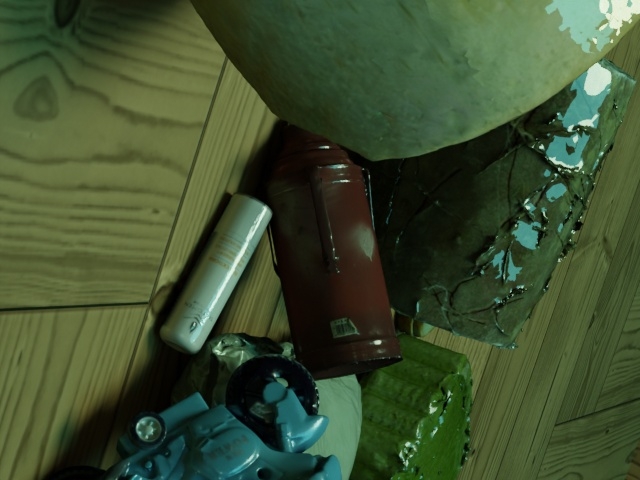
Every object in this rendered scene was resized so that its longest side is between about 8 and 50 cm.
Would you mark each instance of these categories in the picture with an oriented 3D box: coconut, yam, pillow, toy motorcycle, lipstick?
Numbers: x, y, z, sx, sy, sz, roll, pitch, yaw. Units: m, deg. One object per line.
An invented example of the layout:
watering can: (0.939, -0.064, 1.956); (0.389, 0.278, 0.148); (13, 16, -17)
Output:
coconut: (0.065, -0.248, 1.163); (0.415, 0.344, 0.415); (-17, 119, -34)
yam: (0.146, -0.079, 1.649); (0.241, 0.241, 0.348); (0, 112, -66)
pillow: (-0.059, 0.214, 1.557); (0.310, 0.138, 0.283); (19, 85, -68)
toy motorcycle: (-0.092, 0.217, 1.359); (0.272, 0.182, 0.123); (-29, 166, -19)
lipstick: (-0.088, 0.029, 1.448); (0.141, 0.040, 0.040); (-62, 157, -15)

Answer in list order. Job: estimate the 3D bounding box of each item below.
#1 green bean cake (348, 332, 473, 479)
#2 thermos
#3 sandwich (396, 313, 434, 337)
green bean cake: (0.087, 0.233, 1.930); (0.200, 0.113, 0.214); (-52, 152, -35)
thermos: (0.003, -0.001, 1.487); (0.124, 0.099, 0.232); (79, 0, -81)
sandwich: (0.122, 0.058, 1.958); (0.093, 0.035, 0.105); (-32, 139, -57)
